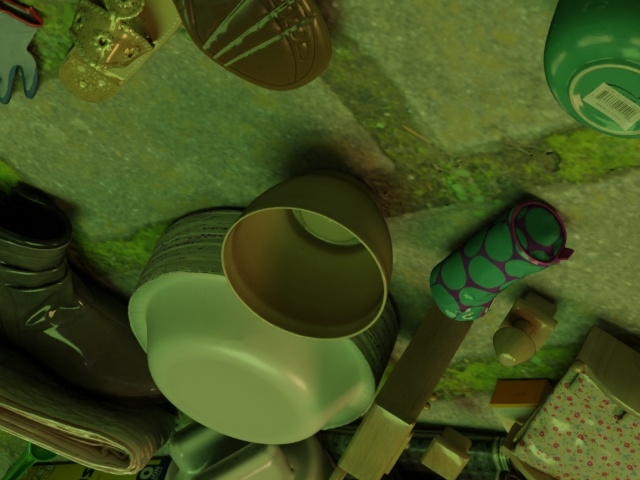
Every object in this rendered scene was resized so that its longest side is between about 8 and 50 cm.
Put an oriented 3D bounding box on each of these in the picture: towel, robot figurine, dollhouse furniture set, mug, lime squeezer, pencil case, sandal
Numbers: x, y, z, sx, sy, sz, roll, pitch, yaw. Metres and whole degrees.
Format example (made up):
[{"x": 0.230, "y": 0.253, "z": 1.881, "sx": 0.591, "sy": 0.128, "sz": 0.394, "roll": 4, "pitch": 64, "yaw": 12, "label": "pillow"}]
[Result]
[{"x": -0.336, "y": 0.185, "z": 1.778, "sx": 0.317, "sy": 0.053, "sz": 0.332, "roll": 23, "pitch": -178, "yaw": 1, "label": "towel"}, {"x": -0.064, "y": 0.340, "z": 1.810, "sx": 0.200, "sy": 0.300, "sz": 0.353, "roll": -27, "pitch": 135, "yaw": -1, "label": "robot figurine"}, {"x": 0.213, "y": 0.243, "z": 1.502, "sx": 0.356, "sy": 0.174, "sz": 0.303, "roll": 32, "pitch": 136, "yaw": 6, "label": "dollhouse furniture set"}, {"x": 0.246, "y": -0.138, "z": 1.108, "sx": 0.158, "sy": 0.097, "sz": 0.129, "roll": 4, "pitch": 141, "yaw": 26, "label": "mug"}, {"x": -0.341, "y": 0.276, "z": 2.011, "sx": 0.310, "sy": 0.110, "sz": 0.059, "roll": -22, "pitch": 113, "yaw": 9, "label": "lime squeezer"}, {"x": 0.167, "y": 0.021, "z": 1.397, "sx": 0.070, "sy": 0.064, "sz": 0.152, "roll": 44, "pitch": 144, "yaw": -2, "label": "pencil case"}, {"x": -0.188, "y": -0.174, "z": 1.326, "sx": 0.088, "sy": 0.079, "sz": 0.240, "roll": 30, "pitch": 145, "yaw": -10, "label": "sandal"}, {"x": 0.191, "y": 0.331, "z": 1.825, "sx": 0.312, "sy": 0.056, "sz": 0.324, "roll": 0, "pitch": 137, "yaw": 26, "label": "towel"}]

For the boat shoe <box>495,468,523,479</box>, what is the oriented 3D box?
[{"x": 0.236, "y": 0.297, "z": 1.677, "sx": 0.038, "sy": 0.046, "sz": 0.125, "roll": -9, "pitch": 136, "yaw": 33, "label": "boat shoe"}]

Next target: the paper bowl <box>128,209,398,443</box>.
[{"x": -0.070, "y": 0.111, "z": 1.584, "sx": 0.284, "sy": 0.148, "sz": 0.284, "roll": 14, "pitch": 144, "yaw": 11, "label": "paper bowl"}]

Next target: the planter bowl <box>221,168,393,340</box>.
[{"x": 0.000, "y": 0.000, "z": 1.414, "sx": 0.162, "sy": 0.109, "sz": 0.162, "roll": 12, "pitch": 132, "yaw": 14, "label": "planter bowl"}]

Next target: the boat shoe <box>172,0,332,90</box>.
[{"x": -0.090, "y": -0.237, "z": 1.197, "sx": 0.105, "sy": 0.089, "sz": 0.285, "roll": -30, "pitch": 126, "yaw": 19, "label": "boat shoe"}]

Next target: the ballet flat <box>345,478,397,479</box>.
[{"x": 0.159, "y": 0.368, "z": 1.764, "sx": 0.124, "sy": 0.116, "sz": 0.342, "roll": -30, "pitch": 122, "yaw": 23, "label": "ballet flat"}]

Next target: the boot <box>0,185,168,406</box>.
[{"x": -0.291, "y": 0.058, "z": 1.676, "sx": 0.338, "sy": 0.118, "sz": 0.222, "roll": 16, "pitch": 140, "yaw": 3, "label": "boot"}]

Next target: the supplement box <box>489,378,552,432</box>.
[{"x": 0.234, "y": 0.194, "z": 1.613, "sx": 0.062, "sy": 0.036, "sz": 0.098, "roll": -5, "pitch": 135, "yaw": 35, "label": "supplement box"}]

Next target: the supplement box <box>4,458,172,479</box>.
[{"x": -0.315, "y": 0.449, "z": 2.134, "sx": 0.357, "sy": 0.194, "sz": 0.195, "roll": -10, "pitch": 134, "yaw": 38, "label": "supplement box"}]

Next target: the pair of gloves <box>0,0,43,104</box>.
[{"x": -0.357, "y": -0.208, "z": 1.432, "sx": 0.198, "sy": 0.023, "sz": 0.159, "roll": 28, "pitch": 144, "yaw": -8, "label": "pair of gloves"}]
